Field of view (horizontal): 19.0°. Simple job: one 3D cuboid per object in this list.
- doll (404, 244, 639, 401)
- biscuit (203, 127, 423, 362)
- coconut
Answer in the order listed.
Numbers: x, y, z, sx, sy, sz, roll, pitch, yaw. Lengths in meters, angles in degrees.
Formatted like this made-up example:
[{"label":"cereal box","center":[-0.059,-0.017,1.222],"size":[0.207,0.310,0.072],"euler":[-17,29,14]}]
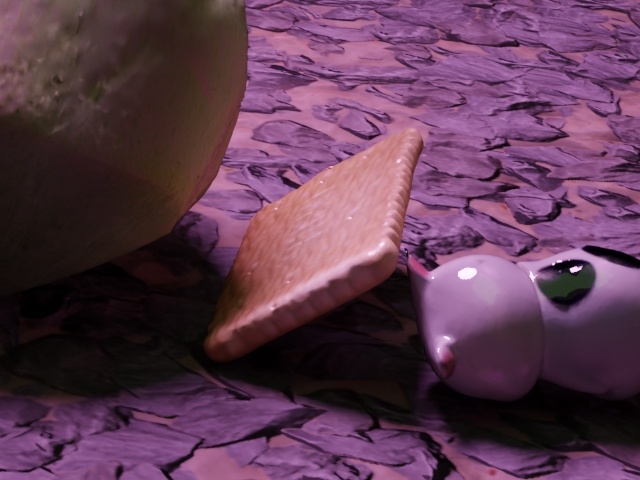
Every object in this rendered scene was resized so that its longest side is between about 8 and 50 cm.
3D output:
[{"label":"doll","center":[0.149,0.058,1.317],"size":[0.180,0.107,0.110],"euler":[-5,48,-14]},{"label":"biscuit","center":[0.001,0.001,1.394],"size":[0.160,0.030,0.250],"euler":[-29,17,17]},{"label":"coconut","center":[-0.199,-0.107,1.385],"size":[0.281,0.328,0.328],"euler":[29,9,-35]}]
